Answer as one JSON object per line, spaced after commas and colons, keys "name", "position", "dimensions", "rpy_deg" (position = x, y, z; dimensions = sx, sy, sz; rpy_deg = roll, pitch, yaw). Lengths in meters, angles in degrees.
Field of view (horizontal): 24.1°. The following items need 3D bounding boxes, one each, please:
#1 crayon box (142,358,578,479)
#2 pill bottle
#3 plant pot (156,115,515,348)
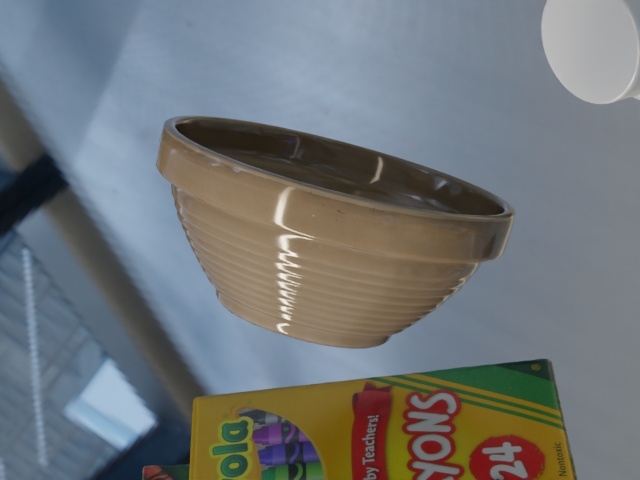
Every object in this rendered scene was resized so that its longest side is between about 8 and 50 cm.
{"name": "crayon box", "position": [0.019, 0.193, 1.043], "dimensions": [0.318, 0.202, 0.081], "rpy_deg": [-7, 129, 3]}
{"name": "pill bottle", "position": [0.328, -0.208, 1.327], "dimensions": [0.152, 0.272, 0.152], "rpy_deg": [32, 134, 42]}
{"name": "plant pot", "position": [0.000, 0.000, 0.984], "dimensions": [0.237, 0.109, 0.237], "rpy_deg": [15, -169, -3]}
